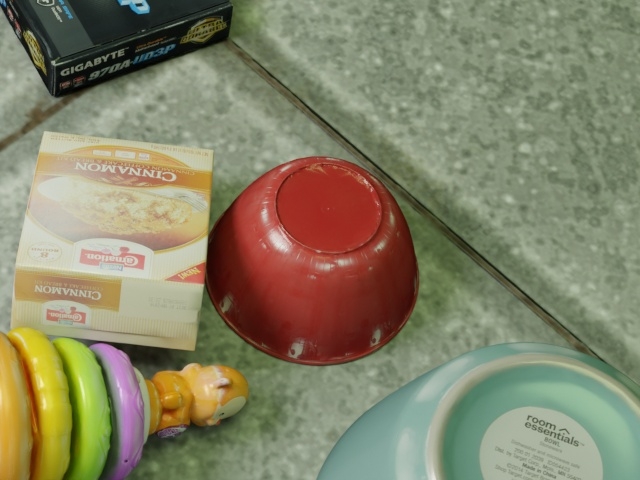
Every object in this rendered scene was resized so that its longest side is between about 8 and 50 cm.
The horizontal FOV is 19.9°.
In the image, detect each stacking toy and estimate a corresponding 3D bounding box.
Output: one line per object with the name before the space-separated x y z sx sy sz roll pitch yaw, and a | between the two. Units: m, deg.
stacking toy | -0.190 0.129 1.355 0.301 0.175 0.166 -2 64 -27

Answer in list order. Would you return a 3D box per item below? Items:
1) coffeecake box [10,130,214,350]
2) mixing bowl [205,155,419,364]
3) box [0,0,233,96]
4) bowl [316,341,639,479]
coffeecake box | -0.160 -0.002 1.437 0.142 0.068 0.185 6 36 -5
mixing bowl | 0.000 0.000 1.480 0.181 0.098 0.181 4 58 -7
box | -0.205 -0.247 1.631 0.175 0.051 0.220 -21 63 -21
bowl | 0.152 0.200 1.339 0.311 0.163 0.312 4 58 -7
